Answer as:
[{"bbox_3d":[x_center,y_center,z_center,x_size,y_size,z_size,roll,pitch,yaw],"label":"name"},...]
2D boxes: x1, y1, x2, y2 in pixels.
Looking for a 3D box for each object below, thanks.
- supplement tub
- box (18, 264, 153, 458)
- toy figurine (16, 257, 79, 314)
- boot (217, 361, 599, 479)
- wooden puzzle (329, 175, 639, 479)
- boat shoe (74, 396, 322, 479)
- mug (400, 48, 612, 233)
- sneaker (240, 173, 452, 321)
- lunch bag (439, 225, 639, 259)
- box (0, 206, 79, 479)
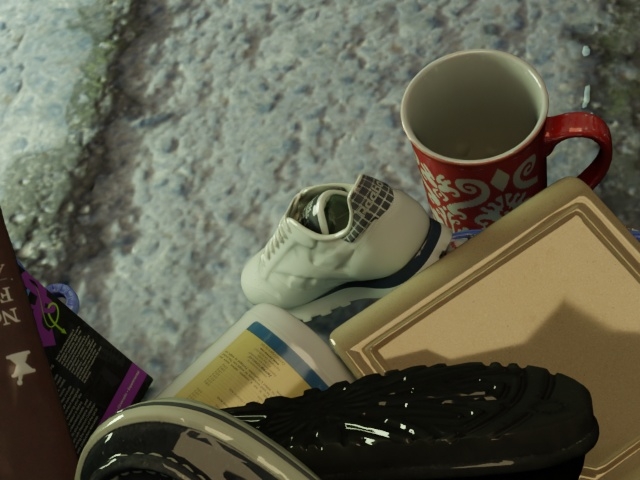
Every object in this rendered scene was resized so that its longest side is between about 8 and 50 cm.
[{"bbox_3d":[-0.064,0.160,1.181,0.199,0.144,0.144,-43,57,-12],"label":"supplement tub"},{"bbox_3d":[-0.216,0.110,1.252,0.029,0.162,0.116,-7,47,46],"label":"box"},{"bbox_3d":[-0.298,0.084,1.275,0.217,0.191,0.363,-14,54,-3],"label":"toy figurine"},{"bbox_3d":[0.038,0.225,1.018,0.348,0.260,0.131,-13,13,29],"label":"boot"},{"bbox_3d":[0.156,0.090,1.111,0.221,0.044,0.239,-33,58,-10],"label":"wooden puzzle"},{"bbox_3d":[-0.008,0.316,0.877,0.186,0.156,0.500,-32,79,31],"label":"boat shoe"},{"bbox_3d":[0.145,-0.047,1.272,0.150,0.169,0.113,25,63,26],"label":"mug"},{"bbox_3d":[0.000,0.000,1.260,0.235,0.095,0.090,-20,41,52],"label":"sneaker"},{"bbox_3d":[0.176,0.123,1.178,0.243,0.115,0.303,3,58,14],"label":"lunch bag"},{"bbox_3d":[-0.269,0.153,1.078,0.191,0.143,0.381,-14,70,-20],"label":"box"}]
